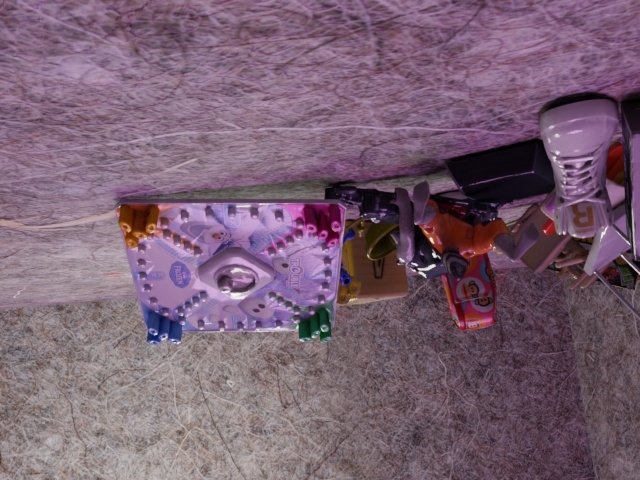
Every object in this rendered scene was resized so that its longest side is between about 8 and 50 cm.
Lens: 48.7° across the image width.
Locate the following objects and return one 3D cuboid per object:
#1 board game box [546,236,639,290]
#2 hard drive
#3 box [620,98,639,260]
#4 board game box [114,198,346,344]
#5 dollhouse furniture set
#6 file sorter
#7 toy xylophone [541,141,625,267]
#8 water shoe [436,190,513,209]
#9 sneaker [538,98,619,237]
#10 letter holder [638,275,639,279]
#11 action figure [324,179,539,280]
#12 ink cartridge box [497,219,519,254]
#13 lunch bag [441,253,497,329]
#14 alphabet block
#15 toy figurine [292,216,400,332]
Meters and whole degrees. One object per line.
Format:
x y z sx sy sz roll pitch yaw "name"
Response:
0.675 0.030 1.788 0.259 0.136 0.030 14 176 33 "board game box"
0.333 -0.111 1.238 0.172 0.054 0.254 -11 171 28 "hard drive"
0.579 -0.101 0.960 0.307 0.077 0.242 -8 132 17 "box"
-0.157 0.074 1.319 0.389 0.050 0.390 0 139 -3 "board game box"
0.579 -0.014 1.691 0.242 0.212 0.161 1 131 -50 "dollhouse furniture set"
0.648 -0.006 1.254 0.277 0.173 0.193 -33 151 -9 "file sorter"
0.522 -0.059 1.301 0.322 0.081 0.236 2 132 -48 "toy xylophone"
0.333 -0.067 1.460 0.203 0.080 0.073 -9 172 18 "water shoe"
0.379 -0.091 1.012 0.108 0.169 0.292 -8 171 22 "sneaker"
1.021 -0.002 2.038 0.152 0.215 0.301 -1 170 -37 "letter holder"
0.172 -0.007 1.231 0.341 0.179 0.330 8 170 -4 "action figure"
0.662 -0.019 2.081 0.234 0.088 0.193 -4 173 -14 "ink cartridge box"
0.358 0.074 1.751 0.120 0.293 0.258 -13 171 10 "lunch bag"
0.081 0.061 1.775 0.197 0.194 0.192 1 168 -43 "alphabet block"
0.000 0.000 1.545 0.362 0.217 0.191 -42 135 3 "toy figurine"
